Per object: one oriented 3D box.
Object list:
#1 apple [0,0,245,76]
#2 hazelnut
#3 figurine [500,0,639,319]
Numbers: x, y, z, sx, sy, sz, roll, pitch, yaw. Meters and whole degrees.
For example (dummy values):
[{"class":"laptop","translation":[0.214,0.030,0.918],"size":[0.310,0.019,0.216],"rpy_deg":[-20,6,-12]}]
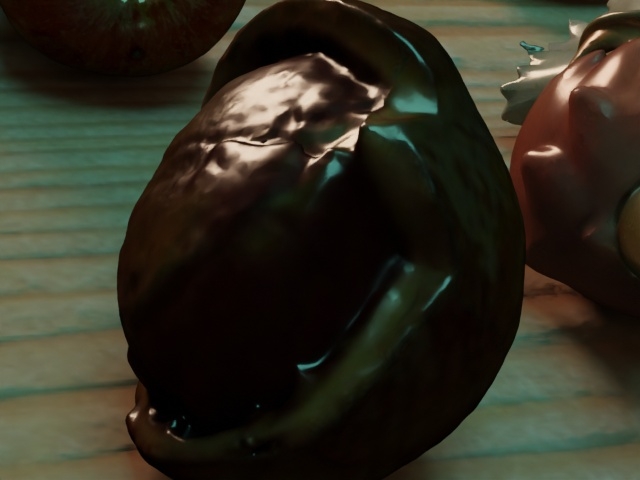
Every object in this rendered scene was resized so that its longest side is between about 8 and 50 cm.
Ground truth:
[{"class":"apple","translation":[-0.104,-0.158,0.944],"size":[0.146,0.146,0.131],"rpy_deg":[3,26,-20]},{"class":"hazelnut","translation":[-0.006,0.003,0.716],"size":[0.160,0.170,0.202],"rpy_deg":[13,61,-59]},{"class":"figurine","translation":[0.179,-0.062,0.905],"size":[0.207,0.166,0.387],"rpy_deg":[8,27,17]}]
